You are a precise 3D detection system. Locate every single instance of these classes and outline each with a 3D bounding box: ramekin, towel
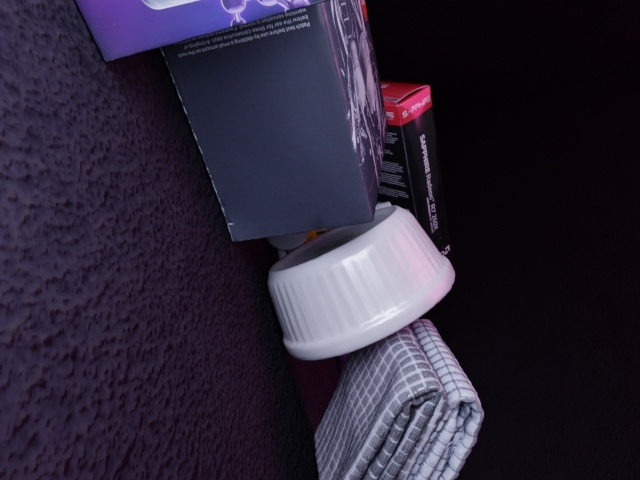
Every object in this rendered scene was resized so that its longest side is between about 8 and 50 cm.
[{"bbox_3d":[0.046,0.051,0.769,0.127,0.273,0.273,62,7,-8],"label":"ramekin"},{"bbox_3d":[0.079,0.255,0.712,0.283,0.122,0.235,-64,-167,12],"label":"towel"}]

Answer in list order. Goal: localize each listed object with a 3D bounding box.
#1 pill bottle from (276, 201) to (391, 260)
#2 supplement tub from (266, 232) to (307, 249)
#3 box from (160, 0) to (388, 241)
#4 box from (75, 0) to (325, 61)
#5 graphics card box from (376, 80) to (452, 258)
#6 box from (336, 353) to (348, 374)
[{"bbox_3d":[0.031,-0.006,0.951,0.117,0.215,0.117,-14,90,-85],"label":"pill bottle"},{"bbox_3d":[-0.059,-0.044,0.876,0.107,0.071,0.071,-100,174,-47],"label":"supplement tub"},{"bbox_3d":[-0.033,-0.223,0.665,0.343,0.179,0.312,-73,152,-57],"label":"box"},{"bbox_3d":[-0.104,-0.277,0.333,0.103,0.185,0.261,-98,172,-55],"label":"box"},{"bbox_3d":[0.122,-0.124,1.015,0.233,0.094,0.370,22,-42,45],"label":"graphics card box"},{"bbox_3d":[0.088,0.344,1.576,0.293,0.057,0.200,-38,114,-85],"label":"box"}]
